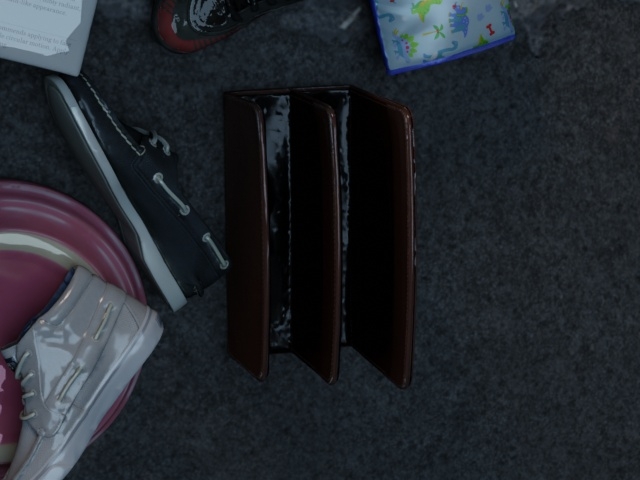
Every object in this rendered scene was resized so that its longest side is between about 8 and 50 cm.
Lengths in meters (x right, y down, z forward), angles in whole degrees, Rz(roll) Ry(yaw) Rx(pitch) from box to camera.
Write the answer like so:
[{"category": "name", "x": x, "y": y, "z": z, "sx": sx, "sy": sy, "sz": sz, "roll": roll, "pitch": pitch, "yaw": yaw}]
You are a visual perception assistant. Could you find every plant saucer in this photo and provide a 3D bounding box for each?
[{"category": "plant saucer", "x": -0.338, "y": 0.103, "z": 1.770, "sx": 0.332, "sy": 0.084, "sz": 0.332, "roll": -4, "pitch": 104, "yaw": -18}]

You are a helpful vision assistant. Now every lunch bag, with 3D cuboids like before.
[{"category": "lunch bag", "x": 0.122, "y": -0.261, "z": 1.843, "sx": 0.151, "sy": 0.096, "sz": 0.128, "roll": -22, "pitch": 109, "yaw": -24}]

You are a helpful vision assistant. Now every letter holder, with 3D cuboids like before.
[{"category": "letter holder", "x": 0.000, "y": 0.000, "z": 1.794, "sx": 0.152, "sy": 0.214, "sz": 0.301, "roll": -5, "pitch": 104, "yaw": -19}]

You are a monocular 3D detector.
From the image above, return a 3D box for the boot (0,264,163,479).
[{"category": "boot", "x": -0.280, "y": 0.150, "z": 1.716, "sx": 0.123, "sy": 0.095, "sz": 0.258, "roll": 37, "pitch": 80, "yaw": -17}]

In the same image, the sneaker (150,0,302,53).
[{"category": "sneaker", "x": -0.054, "y": -0.284, "z": 1.755, "sx": 0.276, "sy": 0.135, "sz": 0.097, "roll": -34, "pitch": 113, "yaw": -8}]

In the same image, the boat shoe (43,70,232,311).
[{"category": "boat shoe", "x": -0.188, "y": -0.065, "z": 1.769, "sx": 0.091, "sy": 0.114, "sz": 0.302, "roll": -34, "pitch": 127, "yaw": -12}]

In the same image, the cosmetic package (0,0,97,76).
[{"category": "cosmetic package", "x": -0.300, "y": -0.273, "z": 1.659, "sx": 0.151, "sy": 0.151, "sz": 0.183, "roll": 13, "pitch": 98, "yaw": -22}]
